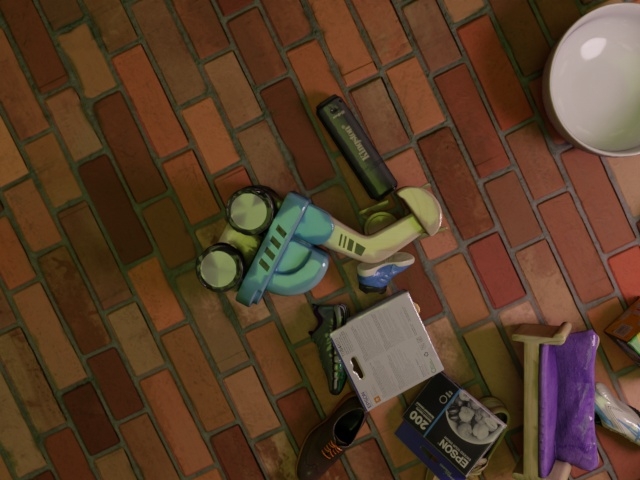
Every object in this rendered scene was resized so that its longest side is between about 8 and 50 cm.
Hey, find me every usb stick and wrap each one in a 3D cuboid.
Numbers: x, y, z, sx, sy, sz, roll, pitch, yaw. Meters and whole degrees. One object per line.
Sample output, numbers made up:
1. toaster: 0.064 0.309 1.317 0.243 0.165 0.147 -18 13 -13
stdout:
1. usb stick: 0.088 -0.225 1.469 0.077 0.045 0.278 -33 91 4

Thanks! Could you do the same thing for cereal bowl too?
1. cereal bowl: 0.673 -0.359 1.395 0.338 0.141 0.339 0 94 2

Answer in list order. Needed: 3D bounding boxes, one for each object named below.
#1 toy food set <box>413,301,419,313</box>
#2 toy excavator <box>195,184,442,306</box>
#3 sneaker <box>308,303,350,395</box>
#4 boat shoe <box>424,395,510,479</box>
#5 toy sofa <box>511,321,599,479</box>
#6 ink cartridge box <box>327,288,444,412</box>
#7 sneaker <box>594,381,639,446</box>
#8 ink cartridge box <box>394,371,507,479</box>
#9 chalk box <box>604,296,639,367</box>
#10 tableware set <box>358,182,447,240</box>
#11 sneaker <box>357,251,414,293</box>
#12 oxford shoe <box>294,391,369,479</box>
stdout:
1. toy food set: 0.200 0.179 1.500 0.082 0.020 0.083 33 94 0
2. toy excavator: 0.000 0.000 1.402 0.445 0.222 0.433 28 95 -3
3. sneaker: 0.018 0.267 1.495 0.098 0.083 0.224 2 87 20
4. boat shoe: 0.360 0.523 1.475 0.109 0.098 0.302 35 94 0
5. toy sofa: 0.549 0.380 1.406 0.177 0.150 0.363 1 94 30
6. ink cartridge box: 0.156 0.265 1.457 0.223 0.045 0.223 -26 97 -9
7. sneaker: 0.732 0.441 1.474 0.237 0.085 0.086 40 119 -3
8. ink cartridge box: 0.303 0.458 1.450 0.206 0.045 0.208 38 95 33
9. chalk box: 0.819 0.258 1.429 0.213 0.132 0.132 43 94 -2
10. tableware set: 0.199 -0.054 1.480 0.194 0.039 0.128 -21 104 9
11. sneaker: 0.161 0.084 1.482 0.152 0.058 0.085 -16 122 -20
12. oxford shoe: 0.023 0.496 1.484 0.096 0.098 0.271 34 94 0
